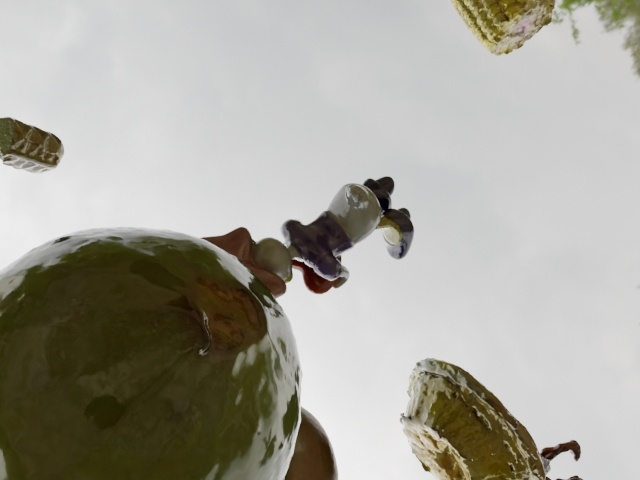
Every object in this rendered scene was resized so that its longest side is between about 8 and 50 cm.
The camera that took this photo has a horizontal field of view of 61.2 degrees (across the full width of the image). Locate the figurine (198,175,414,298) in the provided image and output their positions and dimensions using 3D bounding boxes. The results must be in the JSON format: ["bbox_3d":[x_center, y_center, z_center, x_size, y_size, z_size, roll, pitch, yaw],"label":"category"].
[{"bbox_3d":[0.002,0.001,0.909,0.421,0.193,0.154,-28,-114,-30],"label":"figurine"}]

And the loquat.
[{"bbox_3d":[-0.061,0.359,0.807,0.179,0.179,0.227,-2,-113,-26],"label":"loquat"}]

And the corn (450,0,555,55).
[{"bbox_3d":[0.132,-0.284,0.502,0.081,0.081,0.248,-11,-113,-29],"label":"corn"}]

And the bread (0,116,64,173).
[{"bbox_3d":[-0.400,-0.126,0.738,0.060,0.110,0.066,41,-86,11],"label":"bread"}]

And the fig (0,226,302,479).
[{"bbox_3d":[-0.163,0.135,0.474,0.343,0.343,0.343,12,-124,-18],"label":"fig"}]

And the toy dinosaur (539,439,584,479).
[{"bbox_3d":[0.471,0.488,1.161,0.208,0.432,0.097,-8,-144,-5],"label":"toy dinosaur"}]

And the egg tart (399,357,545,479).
[{"bbox_3d":[0.247,0.360,0.969,0.120,0.315,0.315,-31,-104,-25],"label":"egg tart"}]
